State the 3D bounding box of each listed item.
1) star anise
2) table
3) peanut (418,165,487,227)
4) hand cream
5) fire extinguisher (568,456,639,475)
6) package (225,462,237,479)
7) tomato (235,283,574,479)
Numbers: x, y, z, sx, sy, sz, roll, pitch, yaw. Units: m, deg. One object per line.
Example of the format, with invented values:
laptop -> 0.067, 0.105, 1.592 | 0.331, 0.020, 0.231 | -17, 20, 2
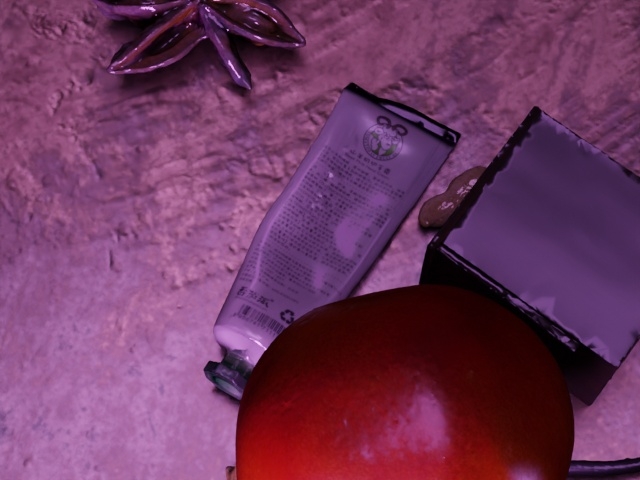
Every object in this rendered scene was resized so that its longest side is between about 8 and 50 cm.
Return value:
star anise -> -0.115, -0.245, 1.719 | 0.212, 0.073, 0.197 | 6, 77, 0
table -> 0.213, 0.024, 1.583 | 0.193, 0.169, 0.172 | 36, 77, 10
peanut -> 0.128, -0.039, 1.671 | 0.083, 0.037, 0.037 | -34, 76, -9
hand cream -> 0.000, 0.000, 1.655 | 0.121, 0.076, 0.336 | 31, 69, 4
fire extinguisher -> 0.255, 0.267, 1.557 | 0.376, 0.113, 0.200 | -25, 32, -8
package -> -0.020, 0.235, 1.583 | 0.131, 0.047, 0.071 | 3, 75, -25
tomato -> 0.067, 0.153, 1.452 | 0.299, 0.298, 0.226 | -11, 87, -2
